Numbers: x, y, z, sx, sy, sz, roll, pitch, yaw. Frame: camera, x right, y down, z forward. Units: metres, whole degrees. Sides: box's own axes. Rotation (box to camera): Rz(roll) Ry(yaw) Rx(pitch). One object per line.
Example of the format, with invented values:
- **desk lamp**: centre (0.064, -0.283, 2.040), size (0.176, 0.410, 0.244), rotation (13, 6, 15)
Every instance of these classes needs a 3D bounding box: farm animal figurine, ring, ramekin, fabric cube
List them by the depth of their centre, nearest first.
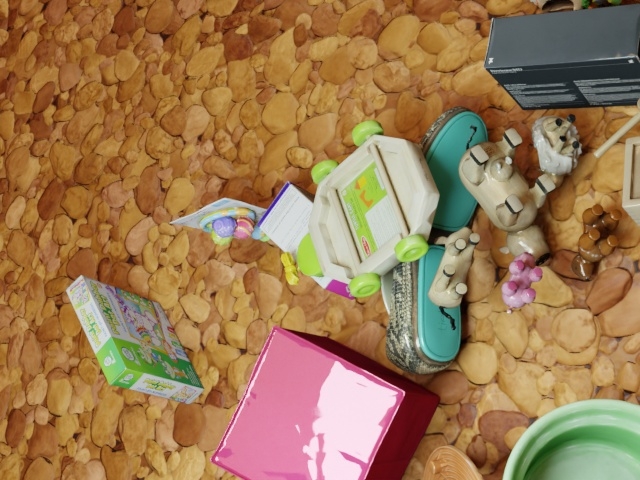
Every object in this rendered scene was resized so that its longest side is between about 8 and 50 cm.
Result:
- **ramekin**: centre (0.406, 0.394, 1.447), size (0.303, 0.148, 0.303), rotation (-2, 66, 4)
- **ring**: centre (0.213, 0.484, 1.539), size (0.336, 0.032, 0.337), rotation (174, 90, -74)
- **farm animal figurine**: centre (0.310, -0.030, 1.677), size (0.330, 0.172, 0.327), rotation (-12, 73, -10)
- **fabric cube**: centre (0.015, 0.317, 1.694), size (0.254, 0.258, 0.259), rotation (26, 90, 20)

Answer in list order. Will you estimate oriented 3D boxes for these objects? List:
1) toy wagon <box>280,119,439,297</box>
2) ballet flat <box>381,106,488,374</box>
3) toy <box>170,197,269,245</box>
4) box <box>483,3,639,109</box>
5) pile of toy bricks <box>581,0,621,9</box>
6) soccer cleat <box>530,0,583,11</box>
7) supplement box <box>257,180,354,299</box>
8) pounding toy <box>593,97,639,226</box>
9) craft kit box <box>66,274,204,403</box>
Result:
- **toy wagon**: centre (0.060, -0.034, 1.769), size (0.344, 0.068, 0.267), rotation (-41, 53, 35)
- **ballet flat**: centre (0.181, -0.001, 1.804), size (0.182, 0.164, 0.483), rotation (-10, 69, 57)
- **toy**: centre (-0.168, -0.024, 1.981), size (0.136, 0.237, 0.056), rotation (-23, 75, 26)
- **box**: centre (0.437, -0.305, 1.699), size (0.261, 0.184, 0.103), rotation (2, 76, 34)
- **pile of toy bricks**: centre (0.500, -0.448, 1.735), size (0.105, 0.118, 0.212), rotation (-13, 67, 51)
- **soccer cleat**: centre (0.401, -0.464, 1.850), size (0.196, 0.068, 0.076), rotation (19, 89, 34)
- **supplement box**: centre (0.000, 0.000, 1.934), size (0.220, 0.111, 0.114), rotation (41, 99, 36)
- **pounding toy**: centre (0.547, -0.130, 1.631), size (0.181, 0.094, 0.206), rotation (-8, 61, 37)
- **craft kit box**: centre (-0.374, 0.203, 2.033), size (0.061, 0.246, 0.250), rotation (-44, 56, 15)
